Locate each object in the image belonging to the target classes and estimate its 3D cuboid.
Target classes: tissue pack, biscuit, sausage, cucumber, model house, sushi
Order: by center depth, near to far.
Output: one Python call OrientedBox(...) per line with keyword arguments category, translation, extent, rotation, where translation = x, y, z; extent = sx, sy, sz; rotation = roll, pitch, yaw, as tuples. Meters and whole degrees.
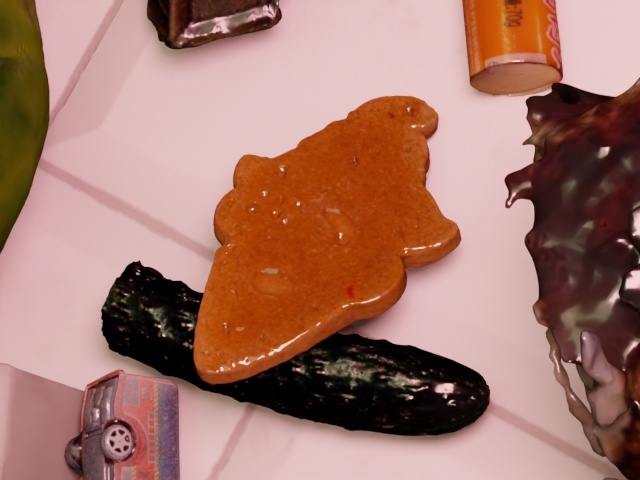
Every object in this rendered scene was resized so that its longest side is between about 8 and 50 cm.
OrientedBox(category="sushi", translation=(0.292, 0.011, 1.236), extent=(0.294, 0.281, 0.299), rotation=(-17, 55, 16))
OrientedBox(category="biscuit", translation=(0.000, 0.000, 1.437), extent=(0.183, 0.043, 0.280), rotation=(23, 65, 26))
OrientedBox(category="cucumber", translation=(-0.020, 0.091, 1.443), extent=(0.303, 0.072, 0.081), rotation=(17, 81, 23))
OrientedBox(category="sausage", translation=(0.137, -0.228, 1.474), extent=(0.071, 0.071, 0.234), rotation=(-9, 73, 18))
OrientedBox(category="tissue pack", translation=(-0.315, 0.176, 1.486), extent=(0.246, 0.159, 0.136), rotation=(-4, 76, 19))
OrientedBox(category="model house", translation=(-0.082, -0.227, 1.552), extent=(0.152, 0.106, 0.165), rotation=(-51, 28, 13))

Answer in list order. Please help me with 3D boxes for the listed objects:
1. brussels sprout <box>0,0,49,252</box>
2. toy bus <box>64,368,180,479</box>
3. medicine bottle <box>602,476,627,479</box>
OrientedBox(category="brussels sprout", translation=(-0.388, -0.103, 1.484), extent=(0.361, 0.342, 0.425), rotation=(17, 84, 29))
OrientedBox(category="toy bus", translation=(-0.142, 0.196, 1.454), extent=(0.065, 0.077, 0.192), rotation=(-26, 61, 52))
OrientedBox(category="medicine bottle", translation=(0.290, 0.206, 1.295), extent=(0.218, 0.074, 0.074), rotation=(5, 77, 20))
